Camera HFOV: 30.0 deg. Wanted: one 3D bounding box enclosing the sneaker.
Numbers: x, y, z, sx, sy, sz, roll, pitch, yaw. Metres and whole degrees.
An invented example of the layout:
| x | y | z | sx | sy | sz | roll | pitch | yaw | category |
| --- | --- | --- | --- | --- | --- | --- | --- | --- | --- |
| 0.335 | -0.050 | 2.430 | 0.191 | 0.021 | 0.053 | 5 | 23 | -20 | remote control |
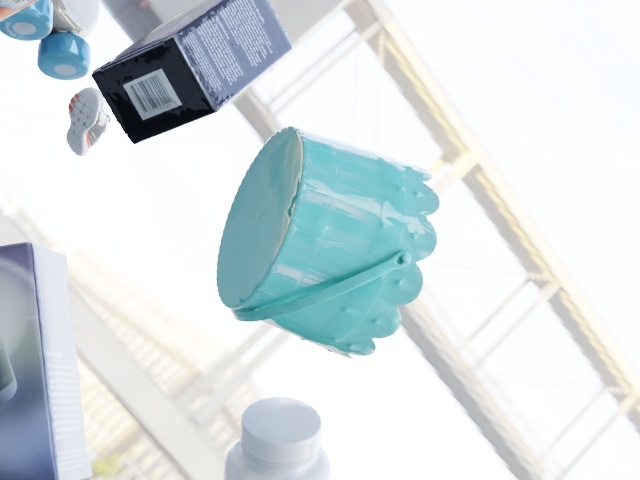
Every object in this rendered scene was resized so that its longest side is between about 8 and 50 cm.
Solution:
| x | y | z | sx | sy | sz | roll | pitch | yaw | category |
| --- | --- | --- | --- | --- | --- | --- | --- | --- | --- |
| -0.383 | -0.208 | 2.005 | 0.061 | 0.065 | 0.158 | 48 | -38 | 11 | sneaker |

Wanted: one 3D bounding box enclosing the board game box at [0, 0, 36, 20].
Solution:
| x | y | z | sx | sy | sz | roll | pitch | yaw | category |
| --- | --- | --- | --- | --- | --- | --- | --- | --- | --- |
| -0.401 | -0.258 | 1.110 | 0.275 | 0.142 | 0.144 | -14 | -100 | 40 | board game box |

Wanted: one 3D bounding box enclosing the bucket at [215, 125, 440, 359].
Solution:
| x | y | z | sx | sy | sz | roll | pitch | yaw | category |
| --- | --- | --- | --- | --- | --- | --- | --- | --- | --- |
| 0.000 | 0.000 | 1.498 | 0.183 | 0.281 | 0.281 | 20 | -8 | -21 | bucket |

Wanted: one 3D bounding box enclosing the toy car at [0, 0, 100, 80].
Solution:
| x | y | z | sx | sy | sz | roll | pitch | yaw | category |
| --- | --- | --- | --- | --- | --- | --- | --- | --- | --- |
| -0.440 | -0.339 | 1.613 | 0.238 | 0.219 | 0.210 | -7 | -22 | 14 | toy car |

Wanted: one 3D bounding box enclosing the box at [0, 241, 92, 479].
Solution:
| x | y | z | sx | sy | sz | roll | pitch | yaw | category |
| --- | --- | --- | --- | --- | --- | --- | --- | --- | --- |
| -0.460 | 0.170 | 1.470 | 0.183 | 0.296 | 0.294 | 69 | 12 | -82 | box |

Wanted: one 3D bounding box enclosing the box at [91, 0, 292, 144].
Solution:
| x | y | z | sx | sy | sz | roll | pitch | yaw | category |
| --- | --- | --- | --- | --- | --- | --- | --- | --- | --- |
| -0.158 | -0.228 | 1.511 | 0.153 | 0.207 | 0.108 | -16 | -69 | 36 | box |

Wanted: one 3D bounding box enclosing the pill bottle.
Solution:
| x | y | z | sx | sy | sz | roll | pitch | yaw | category |
| --- | --- | --- | --- | --- | --- | --- | --- | --- | --- |
| -0.064 | 0.362 | 1.686 | 0.152 | 0.152 | 0.272 | 31 | -52 | 41 | pill bottle |
